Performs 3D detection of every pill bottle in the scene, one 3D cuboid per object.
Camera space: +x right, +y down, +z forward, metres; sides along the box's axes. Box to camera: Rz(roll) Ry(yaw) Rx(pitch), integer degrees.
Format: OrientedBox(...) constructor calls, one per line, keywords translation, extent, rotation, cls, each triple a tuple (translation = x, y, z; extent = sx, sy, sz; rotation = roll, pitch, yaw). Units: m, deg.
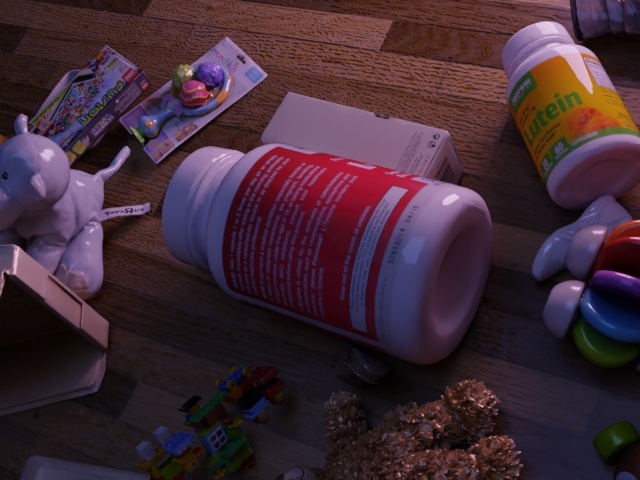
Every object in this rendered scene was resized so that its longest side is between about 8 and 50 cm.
OrientedBox(translation=(0.000, 0.000, 1.307), extent=(0.407, 0.229, 0.229), rotation=(17, 69, 29), cls="pill bottle")
OrientedBox(translation=(0.330, -0.174, 1.326), extent=(0.136, 0.136, 0.246), rotation=(-23, 56, 9), cls="pill bottle")

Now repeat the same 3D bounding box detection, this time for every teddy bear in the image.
OrientedBox(translation=(0.074, 0.281, 1.189), extent=(0.338, 0.113, 0.245), rotation=(-11, 56, 17), cls="teddy bear")

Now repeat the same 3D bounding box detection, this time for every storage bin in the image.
OrientedBox(translation=(-0.478, 0.138, 1.409), extent=(0.260, 0.262, 0.123), rotation=(-15, 55, 14), cls="storage bin")

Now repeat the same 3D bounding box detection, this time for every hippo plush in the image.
OrientedBox(translation=(-0.415, -0.039, 1.473), extent=(0.294, 0.236, 0.234), rotation=(-22, 70, -4), cls="hippo plush")

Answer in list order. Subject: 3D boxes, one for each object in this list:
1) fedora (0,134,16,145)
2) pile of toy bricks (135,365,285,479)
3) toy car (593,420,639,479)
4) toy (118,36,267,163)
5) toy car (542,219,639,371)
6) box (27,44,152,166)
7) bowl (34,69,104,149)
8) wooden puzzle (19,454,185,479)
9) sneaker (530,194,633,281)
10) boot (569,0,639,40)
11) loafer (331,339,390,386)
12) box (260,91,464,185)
OrientedBox(translation=(-0.565, -0.119, 1.698), extent=(0.194, 0.079, 0.194), rotation=(-9, 56, 14), cls="fedora")
OrientedBox(translation=(-0.123, 0.257, 1.291), extent=(0.118, 0.105, 0.212), rotation=(-4, 26, 47), cls="pile of toy bricks")
OrientedBox(translation=(0.376, 0.227, 1.044), extent=(0.149, 0.188, 0.155), rotation=(-30, 55, 4), cls="toy car")
OrientedBox(translation=(-0.222, -0.249, 1.649), extent=(0.237, 0.056, 0.137), rotation=(-41, 56, -3), cls="toy")
OrientedBox(translation=(0.361, 0.058, 1.163), extent=(0.159, 0.136, 0.182), rotation=(23, 72, 11), cls="toy car")
OrientedBox(translation=(-0.391, -0.223, 1.653), extent=(0.114, 0.036, 0.207), rotation=(36, 79, 33), cls="box")
OrientedBox(translation=(-0.411, -0.220, 1.713), extent=(0.142, 0.053, 0.142), rotation=(19, 71, 31), cls="bowl")
OrientedBox(translation=(-0.308, 0.448, 1.270), extent=(0.347, 0.080, 0.322), rotation=(2, 63, 24), cls="wooden puzzle")
OrientedBox(translation=(0.337, 0.006, 1.271), extent=(0.152, 0.054, 0.061), rotation=(-39, 57, -3), cls="sneaker")
OrientedBox(translation=(0.459, -0.300, 1.374), extent=(0.222, 0.118, 0.338), rotation=(-4, 50, 24), cls="boot")
OrientedBox(translation=(0.049, 0.164, 1.268), extent=(0.056, 0.148, 0.050), rotation=(27, 89, -8), cls="loafer")
OrientedBox(translation=(0.059, -0.124, 1.427), extent=(0.275, 0.113, 0.094), rotation=(20, 70, 29), cls="box")
